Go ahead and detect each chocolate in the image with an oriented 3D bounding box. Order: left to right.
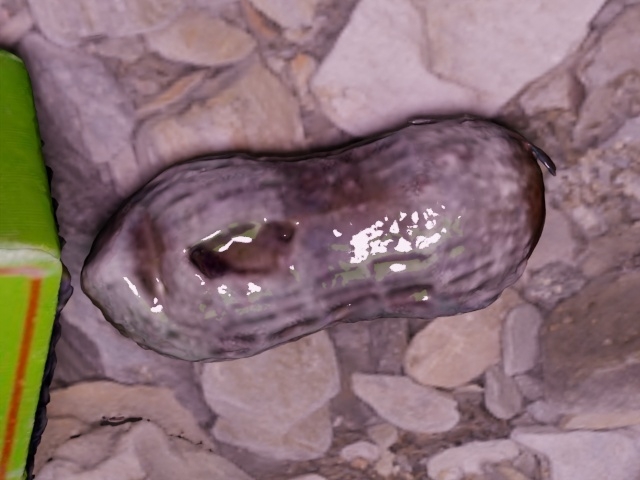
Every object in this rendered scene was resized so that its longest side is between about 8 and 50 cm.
[{"bbox_3d":[0.000,0.000,0.795,0.248,0.110,0.110,-8,126,-3],"label":"chocolate"}]

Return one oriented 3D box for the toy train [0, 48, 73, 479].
[{"bbox_3d":[-0.255,0.046,0.735,0.249,0.173,0.307,0,135,-21],"label":"toy train"}]
